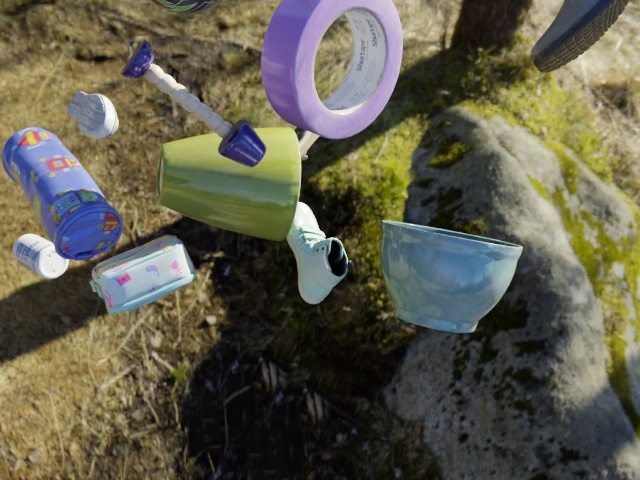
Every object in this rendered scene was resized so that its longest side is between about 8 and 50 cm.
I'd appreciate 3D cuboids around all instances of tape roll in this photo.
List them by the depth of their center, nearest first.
[{"bbox_3d":[0.026,-0.326,1.222,0.275,0.275,0.090,-33,42,-30],"label":"tape roll"}]

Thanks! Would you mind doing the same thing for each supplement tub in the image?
[{"bbox_3d":[-0.571,0.032,1.384,0.107,0.071,0.071,18,46,36],"label":"supplement tub"}]

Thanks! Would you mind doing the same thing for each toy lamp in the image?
[{"bbox_3d":[-0.211,-0.224,1.170,0.274,0.080,0.080,36,44,-23],"label":"toy lamp"}]

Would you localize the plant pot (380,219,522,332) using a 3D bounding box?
[{"bbox_3d":[0.256,0.080,1.420,0.293,0.196,0.293,10,5,-1],"label":"plant pot"}]

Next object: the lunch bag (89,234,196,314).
[{"bbox_3d":[-0.412,0.078,1.558,0.224,0.279,0.108,-27,102,-16],"label":"lunch bag"}]

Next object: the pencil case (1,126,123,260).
[{"bbox_3d":[-0.475,-0.084,1.231,0.119,0.133,0.306,-10,41,-40],"label":"pencil case"}]

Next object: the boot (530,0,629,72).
[{"bbox_3d":[0.327,-0.351,0.870,0.161,0.246,0.083,49,20,20],"label":"boot"}]

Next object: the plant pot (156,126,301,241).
[{"bbox_3d":[-0.226,-0.143,1.580,0.293,0.275,0.275,4,48,-20],"label":"plant pot"}]

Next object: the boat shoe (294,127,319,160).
[{"bbox_3d":[-0.063,-0.238,1.828,0.190,0.072,0.068,-50,36,-6],"label":"boat shoe"}]

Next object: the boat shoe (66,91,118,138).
[{"bbox_3d":[-0.575,-0.324,1.772,0.094,0.109,0.302,27,6,-38],"label":"boat shoe"}]

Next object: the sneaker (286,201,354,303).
[{"bbox_3d":[0.000,0.000,1.553,0.094,0.151,0.256,4,60,-34],"label":"sneaker"}]

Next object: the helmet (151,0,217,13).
[{"bbox_3d":[-0.221,-0.445,1.082,0.161,0.169,0.169,31,42,-28],"label":"helmet"}]
